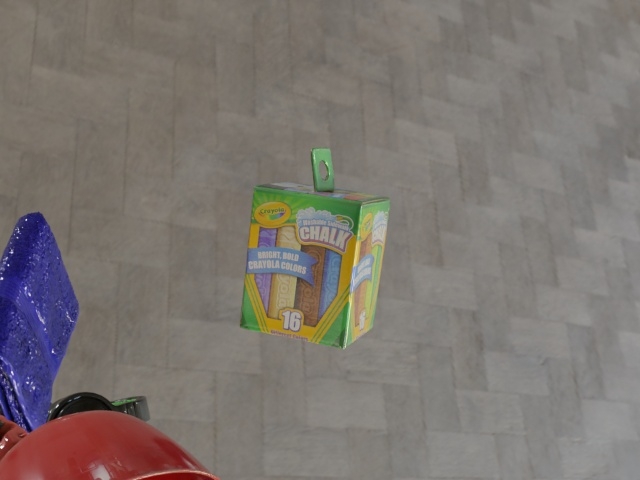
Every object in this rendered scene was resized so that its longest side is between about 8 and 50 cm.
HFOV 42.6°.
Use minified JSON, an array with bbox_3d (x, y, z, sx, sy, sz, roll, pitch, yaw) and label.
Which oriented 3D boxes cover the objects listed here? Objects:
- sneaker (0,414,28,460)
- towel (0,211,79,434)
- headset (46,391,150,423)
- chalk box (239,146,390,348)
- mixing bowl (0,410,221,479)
[{"bbox_3d":[-0.244,0.238,0.736,0.097,0.276,0.135,-57,146,-33],"label":"sneaker"},{"bbox_3d":[-0.425,0.132,1.207,0.076,0.227,0.308,-1,40,-3],"label":"towel"},{"bbox_3d":[-0.479,0.378,1.490,0.394,0.243,0.185,-4,80,-59],"label":"headset"},{"bbox_3d":[0.000,0.000,0.953,0.132,0.132,0.213,-17,116,-69],"label":"chalk box"},{"bbox_3d":[-0.166,0.186,0.577,0.181,0.181,0.098,-10,45,-35],"label":"mixing bowl"}]
